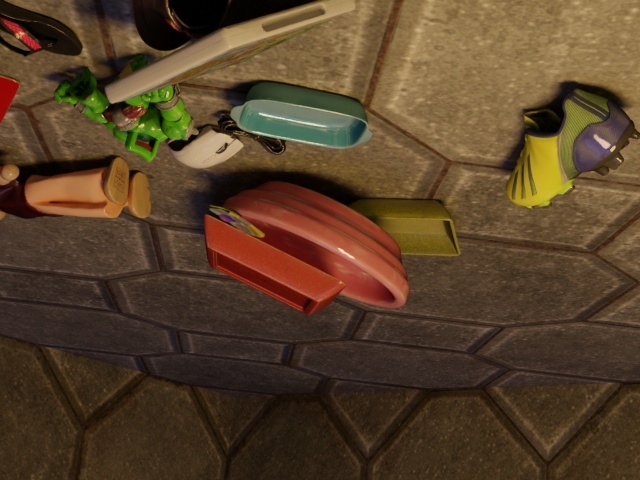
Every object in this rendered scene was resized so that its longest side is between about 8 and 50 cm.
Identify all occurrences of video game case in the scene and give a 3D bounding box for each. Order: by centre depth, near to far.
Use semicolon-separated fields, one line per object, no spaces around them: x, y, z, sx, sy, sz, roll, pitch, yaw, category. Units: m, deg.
-0.097;-0.203;1.061;0.212;0.023;0.193;-12;-168;46;video game case

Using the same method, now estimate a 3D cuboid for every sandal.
-0.364;-0.246;1.164;0.179;0.040;0.067;20;157;-37;sandal

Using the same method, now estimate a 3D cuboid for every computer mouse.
-0.148;-0.134;1.440;0.106;0.042;0.193;21;157;-41;computer mouse

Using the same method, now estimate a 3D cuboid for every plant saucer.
0.000;0.000;1.612;0.332;0.084;0.332;25;169;5;plant saucer
0.136;-0.025;1.678;0.188;0.045;0.188;2;161;13;plant saucer
-0.093;0.054;1.726;0.258;0.048;0.259;26;168;0;plant saucer

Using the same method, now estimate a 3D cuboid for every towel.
-0.127;-0.029;1.534;0.060;0.009;0.083;15;163;46;towel

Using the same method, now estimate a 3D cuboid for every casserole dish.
-0.023;-0.165;1.313;0.188;0.037;0.114;9;162;-11;casserole dish

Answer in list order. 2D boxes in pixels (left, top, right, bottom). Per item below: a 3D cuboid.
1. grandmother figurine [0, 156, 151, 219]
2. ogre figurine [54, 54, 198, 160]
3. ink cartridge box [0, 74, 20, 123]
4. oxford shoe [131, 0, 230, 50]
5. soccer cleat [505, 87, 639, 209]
-0.463;-0.074;1.646;0.342;0.104;0.208;-5;151;23;grandmother figurine
-0.242;-0.168;1.285;0.197;0.097;0.118;-16;142;25;ogre figurine
-0.589;-0.150;1.394;0.272;0.130;0.309;13;160;-23;ink cartridge box
-0.142;-0.244;1.005;0.097;0.098;0.271;12;161;-17;oxford shoe
0.303;-0.122;1.303;0.121;0.093;0.289;39;163;-2;soccer cleat
